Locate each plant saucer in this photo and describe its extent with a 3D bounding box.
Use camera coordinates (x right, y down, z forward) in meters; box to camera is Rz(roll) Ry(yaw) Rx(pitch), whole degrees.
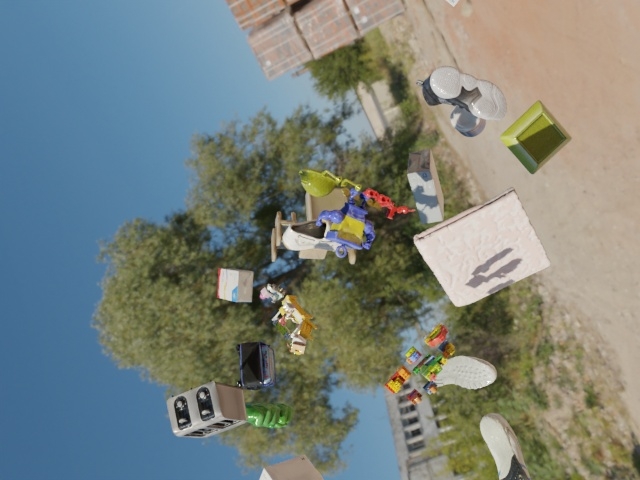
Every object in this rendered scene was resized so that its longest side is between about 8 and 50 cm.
[{"bbox_3d":[0.756,-0.356,1.956,0.188,0.188,0.045,45,-173,-9],"label":"plant saucer"}]

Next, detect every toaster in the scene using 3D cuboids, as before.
[{"bbox_3d":[-0.312,0.478,1.588,0.185,0.168,0.110,41,-150,-59],"label":"toaster"}]

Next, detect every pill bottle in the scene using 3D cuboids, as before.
[{"bbox_3d":[0.619,-0.496,2.336,0.221,0.124,0.124,0,-115,-66],"label":"pill bottle"}]

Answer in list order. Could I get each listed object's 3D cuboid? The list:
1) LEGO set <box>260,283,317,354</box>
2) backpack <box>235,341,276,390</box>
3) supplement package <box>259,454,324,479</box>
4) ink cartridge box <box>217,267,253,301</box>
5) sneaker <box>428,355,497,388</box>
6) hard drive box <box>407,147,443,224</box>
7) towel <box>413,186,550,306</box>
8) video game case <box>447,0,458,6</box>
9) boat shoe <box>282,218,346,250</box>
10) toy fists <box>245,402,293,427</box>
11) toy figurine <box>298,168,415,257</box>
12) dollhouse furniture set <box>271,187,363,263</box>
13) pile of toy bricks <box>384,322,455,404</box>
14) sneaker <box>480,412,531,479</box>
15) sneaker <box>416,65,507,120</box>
[{"bbox_3d":[-0.092,0.256,1.627,0.132,0.107,0.287,28,-161,-37],"label":"LEGO set"},{"bbox_3d":[-0.209,0.424,1.884,0.173,0.117,0.158,72,-169,-69],"label":"backpack"},{"bbox_3d":[-0.112,0.872,1.805,0.175,0.293,0.177,0,-151,-41],"label":"supplement package"},{"bbox_3d":[-0.384,0.192,2.457,0.078,0.231,0.134,4,-91,-37],"label":"ink cartridge box"},{"bbox_3d":[0.402,0.359,1.563,0.095,0.235,0.090,-2,-98,-34],"label":"sneaker"},{"bbox_3d":[0.411,-0.210,2.185,0.181,0.089,0.232,-73,-34,-54],"label":"hard drive box"},{"bbox_3d":[0.477,0.031,1.653,0.332,0.317,0.053,51,-162,-35],"label":"towel"},{"bbox_3d":[0.327,-0.642,1.373,0.087,0.011,0.122,40,153,-2],"label":"video game case"},{"bbox_3d":[0.017,-0.028,1.848,0.096,0.277,0.098,115,140,-53],"label":"boat shoe"},{"bbox_3d":[-0.205,0.687,2.214,0.279,0.142,0.096,36,-128,-62],"label":"toy fists"},{"bbox_3d":[0.081,-0.056,1.700,0.362,0.217,0.191,20,179,-31],"label":"toy figurine"},{"bbox_3d":[0.000,0.000,2.314,0.394,0.362,0.256,110,160,-56],"label":"dollhouse furniture set"},{"bbox_3d":[0.268,0.318,1.397,0.118,0.212,0.105,43,175,-5],"label":"pile of toy bricks"},{"bbox_3d":[0.475,0.548,1.403,0.086,0.085,0.237,14,-130,-42],"label":"sneaker"},{"bbox_3d":[0.411,-0.428,1.655,0.268,0.101,0.153,20,-178,-21],"label":"sneaker"}]
